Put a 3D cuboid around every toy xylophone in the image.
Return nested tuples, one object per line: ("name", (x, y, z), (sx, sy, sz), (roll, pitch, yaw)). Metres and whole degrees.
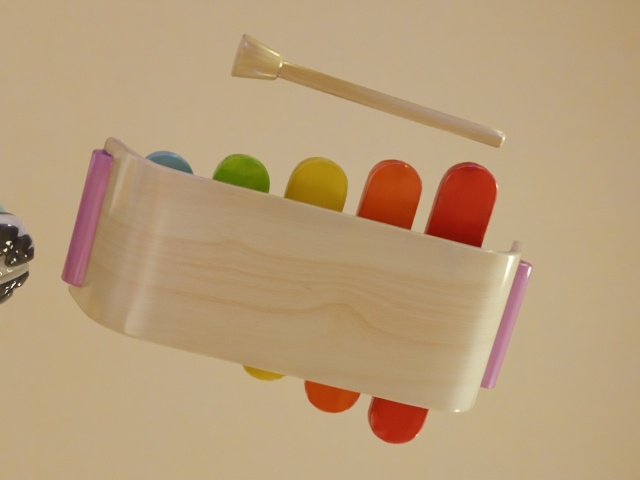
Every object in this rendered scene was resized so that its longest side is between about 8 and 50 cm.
("toy xylophone", (0.000, 0.000, 1.278), (0.081, 0.322, 0.236), (-116, -131, -75))

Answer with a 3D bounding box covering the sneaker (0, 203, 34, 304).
("sneaker", (-0.325, 0.006, 1.241), (0.110, 0.275, 0.107), (48, -51, 41))
